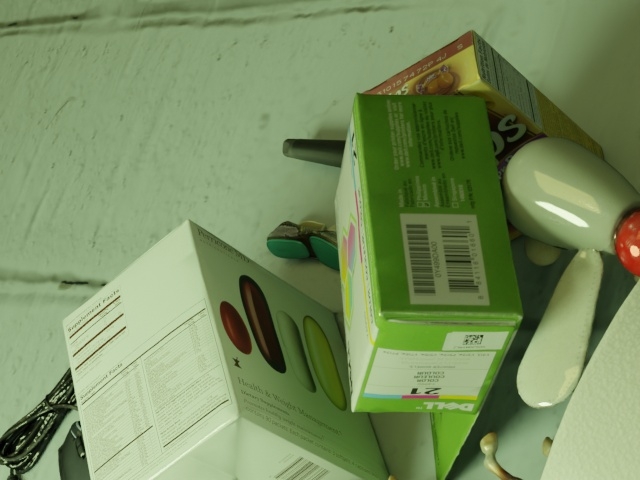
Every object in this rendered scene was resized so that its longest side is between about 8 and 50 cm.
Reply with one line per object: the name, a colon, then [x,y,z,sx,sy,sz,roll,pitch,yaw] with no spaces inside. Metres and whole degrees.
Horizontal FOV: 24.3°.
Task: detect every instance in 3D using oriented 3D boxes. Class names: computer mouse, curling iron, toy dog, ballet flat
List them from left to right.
computer mouse: [-0.234,0.218,1.387,0.184,0.060,0.262,-47,41,9]
ballet flat: [0.000,0.000,1.321,0.114,0.041,0.041,10,73,45]
curling iron: [0.072,-0.081,1.302,0.274,0.035,0.068,-1,61,43]
toy dog: [0.241,0.079,0.953,0.334,0.220,0.161,-112,27,-49]

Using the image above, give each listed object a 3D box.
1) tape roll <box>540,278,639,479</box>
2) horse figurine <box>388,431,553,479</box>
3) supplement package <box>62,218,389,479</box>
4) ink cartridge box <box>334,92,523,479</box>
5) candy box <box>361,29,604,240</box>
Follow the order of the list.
tape roll: [0.253,0.134,0.725,0.072,0.392,0.392,22,81,49]
horse figurine: [0.120,0.206,0.982,0.263,0.066,0.174,-18,37,-21]
supplement package: [-0.075,0.132,1.186,0.149,0.194,0.203,-38,45,19]
ink cartridge box: [0.060,0.046,1.078,0.255,0.097,0.189,103,166,-54]
candy box: [0.125,-0.072,1.130,0.109,0.186,0.053,-28,48,29]
